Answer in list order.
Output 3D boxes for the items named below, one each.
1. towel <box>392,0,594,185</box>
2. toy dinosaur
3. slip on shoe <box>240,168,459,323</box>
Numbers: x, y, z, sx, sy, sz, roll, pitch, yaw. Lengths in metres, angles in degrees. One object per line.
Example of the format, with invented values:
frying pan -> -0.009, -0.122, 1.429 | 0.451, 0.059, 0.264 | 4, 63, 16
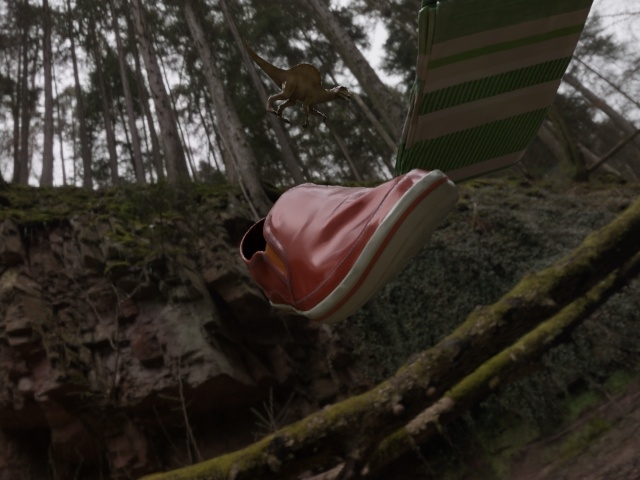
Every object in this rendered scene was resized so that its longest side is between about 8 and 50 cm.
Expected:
towel -> 0.220, -0.197, 0.783 | 0.248, 0.038, 0.324 | -17, -37, -15
toy dinosaur -> -0.043, -0.225, 0.866 | 0.183, 0.053, 0.092 | 24, -89, 1
slip on shoe -> 0.000, 0.000, 0.501 | 0.101, 0.331, 0.123 | 47, -109, -8
